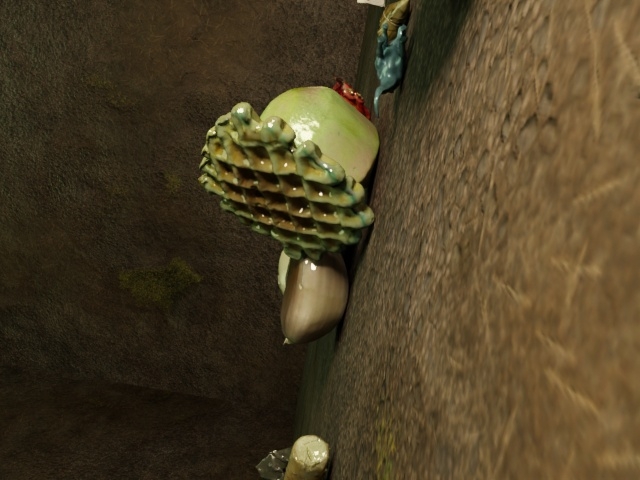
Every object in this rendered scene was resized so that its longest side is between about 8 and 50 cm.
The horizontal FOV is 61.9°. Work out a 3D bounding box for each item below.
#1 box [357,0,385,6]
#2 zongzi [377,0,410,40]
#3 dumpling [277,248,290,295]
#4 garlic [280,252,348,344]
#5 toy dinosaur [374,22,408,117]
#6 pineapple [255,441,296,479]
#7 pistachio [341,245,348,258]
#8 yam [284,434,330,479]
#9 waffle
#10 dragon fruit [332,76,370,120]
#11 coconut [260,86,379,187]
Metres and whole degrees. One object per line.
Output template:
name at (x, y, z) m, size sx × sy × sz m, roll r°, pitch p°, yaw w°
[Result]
box at (0.149, -0.721, 1.462) m, size 0.199 × 0.081 × 0.135 m, roll -86°, pitch 6°, yaw -62°
zongzi at (0.122, -0.362, 0.826) m, size 0.083 × 0.040 × 0.076 m, roll 121°, pitch 169°, yaw -53°
dumpling at (-0.006, 0.077, 1.501) m, size 0.242 × 0.187 × 0.318 m, roll -34°, pitch 43°, yaw 29°
garlic at (-0.014, 0.080, 1.112) m, size 0.279 × 0.132 × 0.325 m, roll -103°, pitch 16°, yaw -82°
toy dinosaur at (0.100, -0.252, 0.751) m, size 0.080 × 0.045 × 0.197 m, roll 80°, pitch -157°, yaw -53°
pineapple at (-0.064, 0.472, 1.034) m, size 0.119 × 0.111 × 0.237 m, roll -44°, pitch -25°, yaw -43°
pistachio at (0.000, 0.000, 1.293) m, size 0.144 × 0.143 × 0.215 m, roll -85°, pitch 8°, yaw -78°
yam at (-0.036, 0.441, 0.881) m, size 0.071 × 0.067 × 0.318 m, roll -126°, pitch 37°, yaw -49°
waffle at (-0.065, -0.079, 0.868) m, size 0.056 × 0.291 × 0.309 m, roll -59°, pitch 12°, yaw -31°
dragon fruit at (0.065, -0.290, 1.252) m, size 0.274 × 0.126 × 0.161 m, roll -136°, pitch 65°, yaw -78°
coconut at (0.000, -0.158, 0.957) m, size 0.236 × 0.235 × 0.205 m, roll 102°, pitch -170°, yaw -65°
